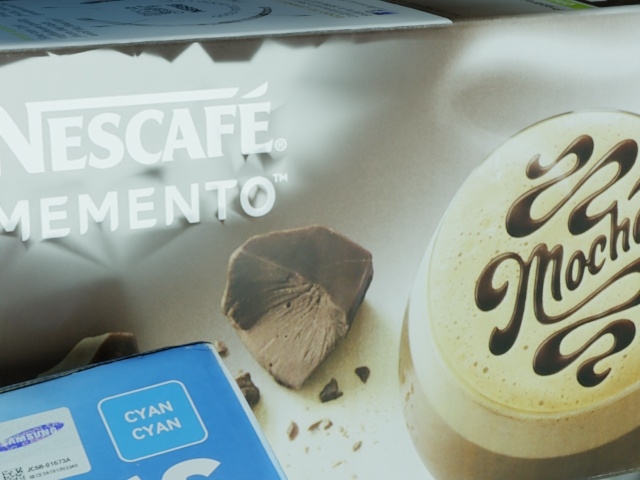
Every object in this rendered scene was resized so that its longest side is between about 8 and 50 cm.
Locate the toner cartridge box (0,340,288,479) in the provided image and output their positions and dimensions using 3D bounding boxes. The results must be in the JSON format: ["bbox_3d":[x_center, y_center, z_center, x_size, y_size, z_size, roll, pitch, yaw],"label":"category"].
[{"bbox_3d":[-0.096,0.195,0.471,0.165,0.075,0.348,-14,133,-20],"label":"toner cartridge box"}]

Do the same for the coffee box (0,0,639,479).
[{"bbox_3d":[0.000,0.000,0.530,0.297,0.119,0.168,-6,107,-24],"label":"coffee box"}]
